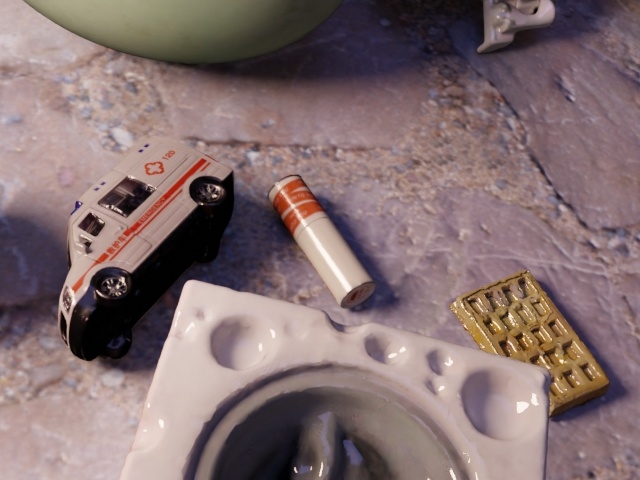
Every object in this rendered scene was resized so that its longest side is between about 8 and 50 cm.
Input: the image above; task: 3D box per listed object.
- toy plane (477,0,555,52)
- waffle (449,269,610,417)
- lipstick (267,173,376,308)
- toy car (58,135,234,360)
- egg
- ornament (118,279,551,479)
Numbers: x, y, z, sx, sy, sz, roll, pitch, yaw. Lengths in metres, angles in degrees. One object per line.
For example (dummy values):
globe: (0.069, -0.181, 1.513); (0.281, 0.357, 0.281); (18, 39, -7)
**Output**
toy plane: (0.168, -0.338, 1.164); (0.266, 0.122, 0.267); (2, 85, -18)
waffle: (0.185, 0.092, 0.947); (0.092, 0.021, 0.135); (-18, 59, -24)
lipstick: (0.000, 0.000, 0.964); (0.038, 0.038, 0.131); (-21, 61, -24)
toy car: (-0.162, 0.003, 0.900); (0.108, 0.089, 0.210); (31, 52, 12)
egg: (-0.149, -0.310, 1.013); (0.388, 0.276, 0.276); (16, 53, 2)
ornament: (-0.008, 0.208, 0.686); (0.239, 0.240, 0.240); (14, 53, 0)
